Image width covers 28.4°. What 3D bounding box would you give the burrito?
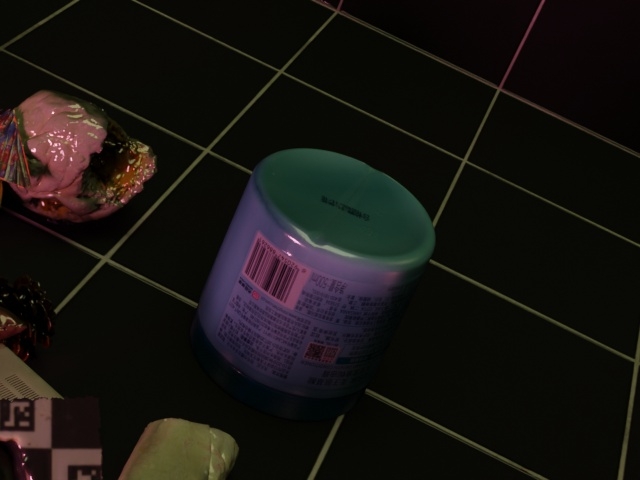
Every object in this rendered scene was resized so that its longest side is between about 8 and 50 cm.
[{"bbox_3d":[-0.221,0.357,1.790,0.143,0.105,0.299,33,31,-4],"label":"burrito"}]

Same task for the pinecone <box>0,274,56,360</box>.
[{"bbox_3d":[-0.477,0.124,1.938,0.140,0.140,0.121,41,35,26],"label":"pinecone"}]

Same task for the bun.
[{"bbox_3d":[-0.458,-0.138,2.263,0.281,0.281,0.205,24,76,1],"label":"bun"}]

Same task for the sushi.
[{"bbox_3d":[-0.416,0.382,1.534,0.296,0.100,0.373,2,75,-30],"label":"sushi"}]

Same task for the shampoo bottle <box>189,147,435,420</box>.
[{"bbox_3d":[-0.015,0.069,2.121,0.331,0.343,0.331,16,33,-11],"label":"shampoo bottle"}]

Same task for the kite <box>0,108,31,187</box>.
[{"bbox_3d":[-0.575,-0.148,2.150,0.241,0.014,0.183,15,72,19],"label":"kite"}]

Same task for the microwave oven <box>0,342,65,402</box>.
[{"bbox_3d":[-0.478,0.276,1.702,0.194,0.145,0.240,40,35,19],"label":"microwave oven"}]

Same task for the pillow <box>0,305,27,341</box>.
[{"bbox_3d":[-0.626,0.121,1.788,0.308,0.108,0.305,-18,24,-41],"label":"pillow"}]

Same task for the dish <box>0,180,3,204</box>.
[{"bbox_3d":[-0.637,-0.082,2.186,0.207,0.080,0.149,38,38,20],"label":"dish"}]
